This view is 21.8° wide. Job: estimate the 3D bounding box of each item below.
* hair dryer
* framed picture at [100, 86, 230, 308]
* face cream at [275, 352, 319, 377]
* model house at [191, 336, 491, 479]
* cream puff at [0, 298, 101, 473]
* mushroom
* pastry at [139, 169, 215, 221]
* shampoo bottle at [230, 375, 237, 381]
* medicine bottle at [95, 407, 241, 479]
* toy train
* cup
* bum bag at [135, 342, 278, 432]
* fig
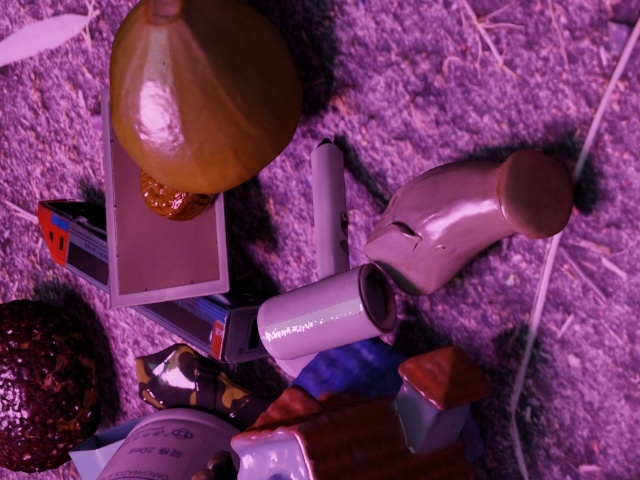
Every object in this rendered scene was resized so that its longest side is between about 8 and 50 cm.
[{"bbox_3d":[0.000,0.000,1.714,0.131,0.073,0.236,-18,61,26],"label":"hair dryer"},{"bbox_3d":[-0.181,-0.062,1.939,0.217,0.017,0.274,-7,83,44],"label":"framed picture"},{"bbox_3d":[-0.003,0.101,1.816,0.095,0.091,0.091,-45,70,42],"label":"face cream"},{"bbox_3d":[0.017,0.215,1.682,0.252,0.295,0.329,44,131,35],"label":"model house"},{"bbox_3d":[-0.387,0.196,2.260,0.239,0.165,0.239,174,90,-73],"label":"cream puff"},{"bbox_3d":[0.132,-0.023,1.590,0.247,0.096,0.108,-28,59,50],"label":"mushroom"},{"bbox_3d":[-0.159,-0.071,1.866,0.109,0.057,0.097,15,97,42],"label":"pastry"},{"bbox_3d":[-0.123,0.264,2.049,0.079,0.080,0.246,-17,93,51],"label":"shampoo bottle"},{"bbox_3d":[-0.195,0.353,1.839,0.190,0.332,0.190,9,122,15],"label":"medicine bottle"},{"bbox_3d":[-0.213,0.043,2.044,0.409,0.086,0.089,25,112,43],"label":"toy train"},{"bbox_3d":[-0.223,0.358,2.174,0.134,0.148,0.235,-162,54,-84],"label":"cup"},{"bbox_3d":[-0.116,0.197,1.958,0.232,0.060,0.106,31,124,-2],"label":"bum bag"},{"bbox_3d":[-0.133,-0.170,1.743,0.207,0.207,0.230,1,133,51],"label":"fig"}]
